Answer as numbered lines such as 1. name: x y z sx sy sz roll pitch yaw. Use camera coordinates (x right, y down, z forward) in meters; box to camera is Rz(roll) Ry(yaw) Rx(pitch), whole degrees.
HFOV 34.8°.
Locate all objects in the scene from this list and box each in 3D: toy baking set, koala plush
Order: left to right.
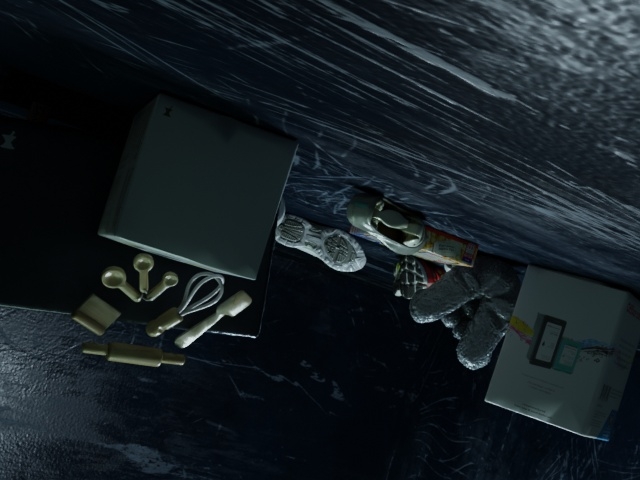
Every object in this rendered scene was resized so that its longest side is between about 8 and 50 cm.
1. toy baking set: -0.241 0.116 1.549 0.256 0.196 0.030 15 -150 -25
2. koala plush: 0.314 0.115 2.038 0.196 0.203 0.221 44 -168 6

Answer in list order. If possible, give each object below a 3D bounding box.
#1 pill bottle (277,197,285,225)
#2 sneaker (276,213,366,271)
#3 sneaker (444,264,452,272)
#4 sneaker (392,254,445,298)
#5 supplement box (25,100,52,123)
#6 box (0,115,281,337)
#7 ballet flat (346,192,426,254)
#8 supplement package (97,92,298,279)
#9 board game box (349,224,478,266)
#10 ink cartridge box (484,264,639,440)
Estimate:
1. pill bottle: -0.120 -0.061 1.957 0.094 0.094 0.169 19 176 -14
2. sneaker: 0.000 0.000 2.390 0.232 0.090 0.115 27 -178 -2
3. sneaker: 0.331 0.076 2.168 0.152 0.053 0.061 16 172 22
4. sneaker: 0.248 0.084 2.474 0.119 0.107 0.279 -1 180 -5
5. supplement box: -0.509 -0.211 1.829 0.036 0.062 0.098 20 174 -17
6. box: -0.379 -0.017 1.775 0.480 0.297 0.472 9 175 -22
7. ballet flat: 0.127 -0.021 1.670 0.068 0.072 0.213 7 169 43
8. supplement package: -0.182 -0.069 1.442 0.199 0.198 0.263 18 175 -16
9. board game box: 0.170 -0.002 1.880 0.194 0.045 0.147 19 175 -22
10. ink cartridge box: 0.465 0.210 1.909 0.197 0.270 0.198 16 175 31
